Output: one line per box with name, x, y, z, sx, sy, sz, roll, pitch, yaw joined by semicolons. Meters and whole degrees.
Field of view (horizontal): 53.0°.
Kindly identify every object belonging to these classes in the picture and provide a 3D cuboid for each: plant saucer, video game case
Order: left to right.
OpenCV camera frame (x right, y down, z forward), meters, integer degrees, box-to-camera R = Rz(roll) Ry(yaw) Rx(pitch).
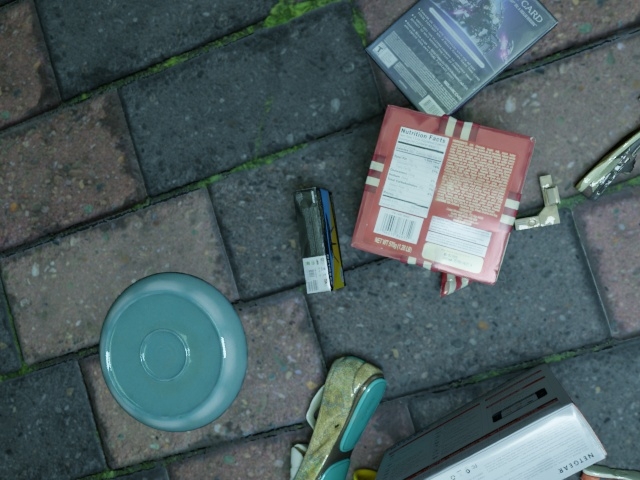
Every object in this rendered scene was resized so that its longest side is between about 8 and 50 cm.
plant saucer;-0.299;0.221;1.254;0.318;0.044;0.317;0;91;13
video game case;0.245;-0.360;1.139;0.274;0.026;0.196;-40;82;9

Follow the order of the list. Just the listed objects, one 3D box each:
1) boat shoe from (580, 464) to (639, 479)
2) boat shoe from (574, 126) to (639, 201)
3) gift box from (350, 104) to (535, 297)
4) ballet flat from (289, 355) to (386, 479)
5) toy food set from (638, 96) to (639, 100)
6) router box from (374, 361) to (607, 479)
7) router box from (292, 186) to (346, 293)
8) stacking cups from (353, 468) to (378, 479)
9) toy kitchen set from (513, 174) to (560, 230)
boat shoe;0.506;0.408;1.069;0.137;0.049;0.043;4;94;15
boat shoe;0.497;-0.128;1.071;0.049;0.056;0.152;46;109;4
gift box;0.182;-0.051;1.034;0.255;0.258;0.276;21;95;12
ballet flat;0.008;0.369;1.158;0.123;0.123;0.348;23;96;12
toy food set;0.573;-0.250;1.070;0.078;0.019;0.122;13;85;12
router box;0.244;0.329;0.999;0.335;0.301;0.082;-33;83;11
router box;0.000;0.000;1.139;0.046;0.133;0.179;-9;89;13
stacking cups;0.044;0.574;1.148;0.096;0.096;0.316;23;95;12
toy kitchen set;0.363;-0.064;1.090;0.075;0.068;0.083;-10;87;13
